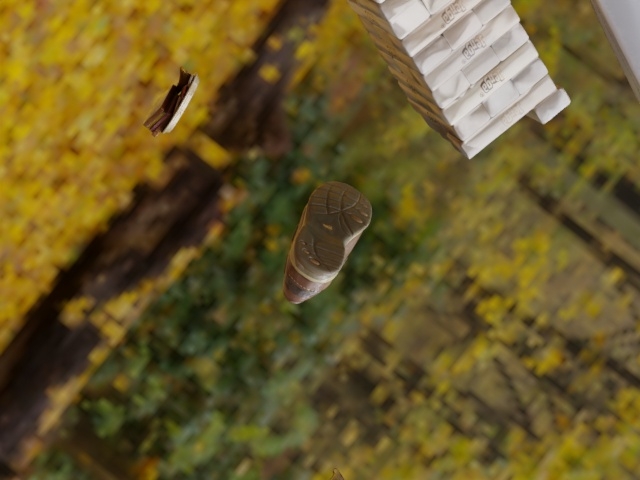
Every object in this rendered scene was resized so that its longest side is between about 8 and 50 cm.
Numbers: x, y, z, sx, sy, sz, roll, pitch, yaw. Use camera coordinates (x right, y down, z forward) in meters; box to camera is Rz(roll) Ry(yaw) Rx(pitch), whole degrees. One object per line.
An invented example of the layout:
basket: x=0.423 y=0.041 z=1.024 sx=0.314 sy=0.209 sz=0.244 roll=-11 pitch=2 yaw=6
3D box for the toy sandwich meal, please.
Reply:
toy sandwich meal: x=-0.162 y=-0.153 z=2.125 sx=0.085 sy=0.029 sz=0.085 roll=-58 pitch=-170 yaw=16

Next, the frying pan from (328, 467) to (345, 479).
frying pan: x=0.038 y=0.293 z=1.691 sx=0.053 sy=0.197 sz=0.326 roll=-23 pitch=175 yaw=-6

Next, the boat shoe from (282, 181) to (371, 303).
boat shoe: x=0.000 y=0.000 z=1.907 sx=0.060 sy=0.064 sz=0.178 roll=-56 pitch=-177 yaw=33

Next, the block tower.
block tower: x=0.059 y=-0.210 z=1.439 sx=0.097 sy=0.335 sz=0.091 roll=-39 pitch=-151 yaw=-5

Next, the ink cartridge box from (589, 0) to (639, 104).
ink cartridge box: x=0.162 y=-0.085 z=0.798 sx=0.082 sy=0.140 sz=0.191 roll=-27 pitch=-166 yaw=8
